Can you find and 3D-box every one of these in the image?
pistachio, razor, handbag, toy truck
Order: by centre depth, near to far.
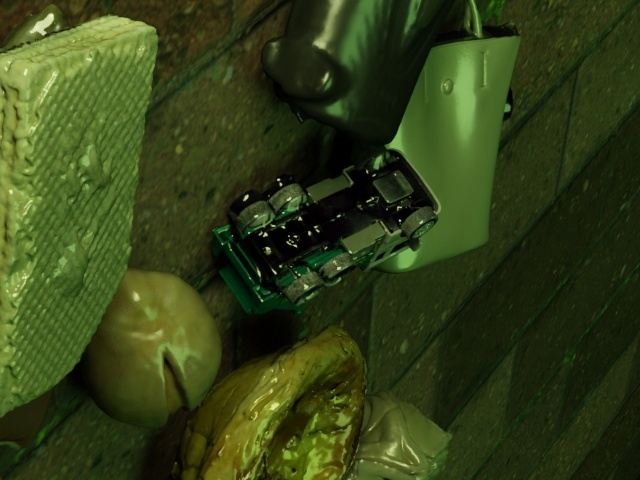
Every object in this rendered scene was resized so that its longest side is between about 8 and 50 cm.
[{"bbox_3d":[-0.144,0.091,1.339,0.124,0.124,0.185,-52,170,-26],"label":"pistachio"},{"bbox_3d":[0.071,-0.254,1.415,0.349,0.113,0.204,-62,156,2],"label":"razor"},{"bbox_3d":[0.000,0.000,1.518,0.216,0.110,0.116,-26,161,-29],"label":"toy truck"},{"bbox_3d":[0.122,-0.129,1.655,0.241,0.109,0.315,-18,128,-47],"label":"handbag"}]

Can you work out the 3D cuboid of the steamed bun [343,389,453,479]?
[{"bbox_3d":[0.039,0.252,1.849,0.218,0.144,0.211,-36,171,1],"label":"steamed bun"}]

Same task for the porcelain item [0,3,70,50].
[{"bbox_3d":[-0.234,-0.075,1.020,0.216,0.069,0.081,-52,142,-24],"label":"porcelain item"}]

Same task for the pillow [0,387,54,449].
[{"bbox_3d":[-0.237,0.076,1.163,0.179,0.075,0.171,6,103,-68],"label":"pillow"}]

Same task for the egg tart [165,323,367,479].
[{"bbox_3d":[-0.057,0.207,1.634,0.290,0.115,0.290,-47,150,-37],"label":"egg tart"}]

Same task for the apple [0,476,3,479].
[{"bbox_3d":[-0.289,0.214,1.021,0.237,0.237,0.207,70,38,-59],"label":"apple"}]

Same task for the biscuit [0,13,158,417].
[{"bbox_3d":[-0.173,-0.015,1.068,0.150,0.052,0.252,-31,137,-59],"label":"biscuit"}]

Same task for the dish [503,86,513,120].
[{"bbox_3d":[0.181,-0.158,1.794,0.141,0.078,0.141,-47,152,-35],"label":"dish"}]
